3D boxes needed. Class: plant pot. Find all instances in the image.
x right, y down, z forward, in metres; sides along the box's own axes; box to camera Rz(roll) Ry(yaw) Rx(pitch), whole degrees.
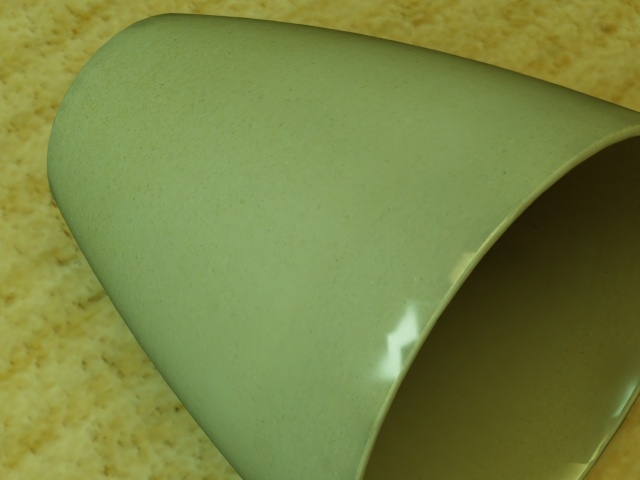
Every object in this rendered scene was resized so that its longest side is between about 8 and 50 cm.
[{"bbox_3d":[0.000,0.000,0.795,0.274,0.256,0.256,33,60,30],"label":"plant pot"}]
